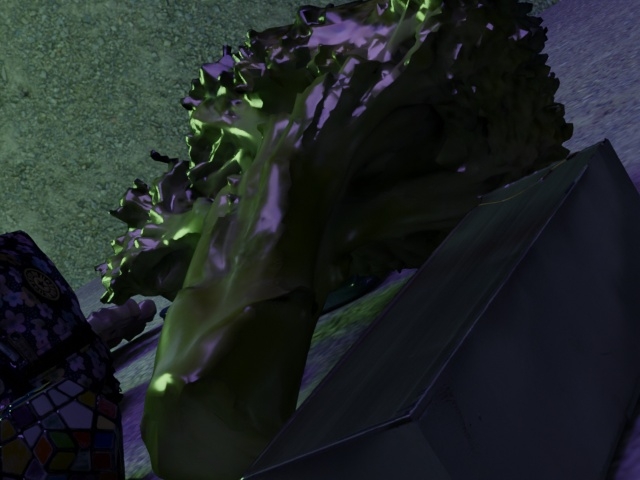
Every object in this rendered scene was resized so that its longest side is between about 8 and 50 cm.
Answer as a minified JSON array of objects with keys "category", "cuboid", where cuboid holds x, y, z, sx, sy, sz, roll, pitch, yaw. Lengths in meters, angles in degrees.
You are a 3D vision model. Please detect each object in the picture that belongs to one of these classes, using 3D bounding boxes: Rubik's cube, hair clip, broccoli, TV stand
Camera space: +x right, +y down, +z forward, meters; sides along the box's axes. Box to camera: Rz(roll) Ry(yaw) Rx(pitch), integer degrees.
[{"category":"Rubik's cube","cuboid":[-0.183,0.149,0.840,0.093,0.111,0.111,-56,-6,31]},{"category":"hair clip","cuboid":[-0.284,0.136,1.389,0.173,0.069,0.300,-29,8,10]},{"category":"broccoli","cuboid":[0.018,-0.031,0.808,0.353,0.275,0.397,-59,7,8]},{"category":"TV stand","cuboid":[0.076,0.051,0.506,0.083,0.088,0.269,-27,9,34]}]

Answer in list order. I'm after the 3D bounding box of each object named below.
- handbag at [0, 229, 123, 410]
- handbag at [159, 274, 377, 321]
[{"category":"handbag","cuboid":[-0.279,0.100,1.119,0.127,0.208,0.229,-44,-2,14]},{"category":"handbag","cuboid":[-0.023,0.027,1.130,0.229,0.062,0.179,-26,9,31]}]
